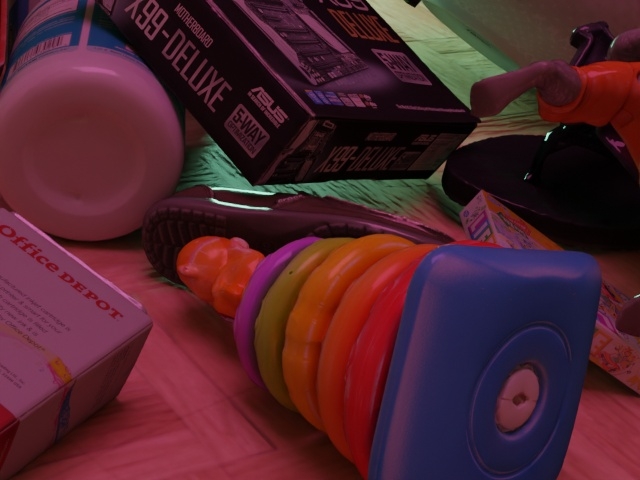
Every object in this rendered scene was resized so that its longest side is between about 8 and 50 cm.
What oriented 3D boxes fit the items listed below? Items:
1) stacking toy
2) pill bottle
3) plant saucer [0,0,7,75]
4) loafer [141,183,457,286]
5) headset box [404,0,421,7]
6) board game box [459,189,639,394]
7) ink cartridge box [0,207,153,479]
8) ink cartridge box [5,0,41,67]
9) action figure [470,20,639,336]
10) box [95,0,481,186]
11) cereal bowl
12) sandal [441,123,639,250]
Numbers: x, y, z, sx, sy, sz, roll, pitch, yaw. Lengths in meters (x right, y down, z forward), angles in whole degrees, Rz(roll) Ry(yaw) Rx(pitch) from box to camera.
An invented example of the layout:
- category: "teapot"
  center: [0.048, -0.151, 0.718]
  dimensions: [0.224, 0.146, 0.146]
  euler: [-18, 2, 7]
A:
- category: "stacking toy"
  center: [0.008, 0.053, 0.897]
  dimensions: [0.302, 0.166, 0.175]
  euler: [20, 11, 42]
- category: "pill bottle"
  center: [-0.180, -0.119, 1.147]
  dimensions: [0.146, 0.146, 0.264]
  euler: [6, 27, -7]
- category: "plant saucer"
  center: [-0.382, -0.146, 1.183]
  dimensions: [0.259, 0.048, 0.258]
  euler: [-12, 30, -5]
- category: "loafer"
  center: [0.000, 0.000, 1.031]
  dimensions: [0.251, 0.094, 0.087]
  euler: [15, 32, 10]
- category: "headset box"
  center: [-0.016, -0.360, 1.305]
  dimensions: [0.283, 0.131, 0.246]
  euler: [18, 22, -44]
- category: "board game box"
  center: [0.170, 0.037, 1.009]
  dimensions: [0.154, 0.026, 0.103]
  euler: [34, 21, -20]
- category: "ink cartridge box"
  center: [-0.201, 0.068, 0.828]
  dimensions: [0.127, 0.072, 0.175]
  euler: [35, 33, 12]
- category: "ink cartridge box"
  center: [-0.208, -0.273, 1.382]
  dimensions: [0.197, 0.198, 0.270]
  euler: [-1, 28, -18]
- category: "action figure"
  center: [0.303, -0.058, 1.048]
  dimensions: [0.341, 0.178, 0.330]
  euler: [47, 46, 12]
- category: "box"
  center: [-0.028, -0.156, 1.162]
  dimensions: [0.242, 0.076, 0.307]
  euler: [50, 24, 18]
- category: "cereal bowl"
  center: [0.209, -0.256, 1.467]
  dimensions: [0.339, 0.141, 0.339]
  euler: [36, 4, -3]
- category: "sandal"
  center: [0.322, -0.068, 1.251]
  dimensions: [0.445, 0.107, 0.167]
  euler: [3, 28, -12]
